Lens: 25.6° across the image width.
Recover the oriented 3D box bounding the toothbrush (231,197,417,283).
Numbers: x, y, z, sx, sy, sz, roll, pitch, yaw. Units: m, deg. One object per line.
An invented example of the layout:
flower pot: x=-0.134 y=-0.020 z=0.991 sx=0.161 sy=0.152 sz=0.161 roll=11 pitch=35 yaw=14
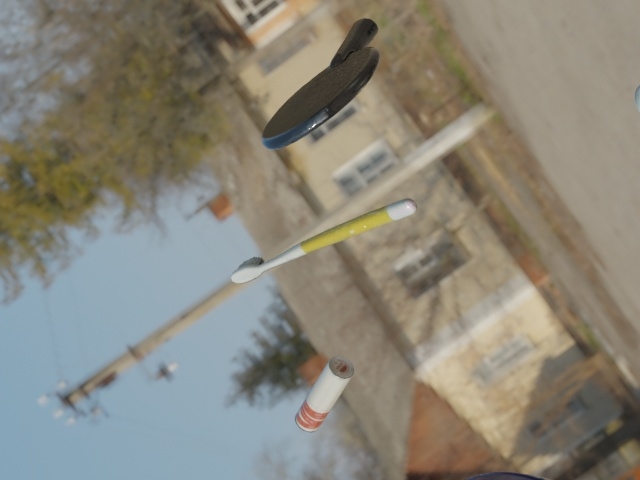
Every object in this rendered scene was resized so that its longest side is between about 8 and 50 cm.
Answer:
toothbrush: x=0.000 y=0.000 z=1.545 sx=0.021 sy=0.288 sz=0.024 roll=46 pitch=-133 yaw=-22

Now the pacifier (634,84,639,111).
pacifier: x=0.327 y=-0.127 z=1.195 sx=0.127 sy=0.116 sz=0.150 roll=51 pitch=-152 yaw=-50

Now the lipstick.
lipstick: x=0.005 y=0.210 z=1.914 sx=0.038 sy=0.131 sz=0.038 roll=15 pitch=-135 yaw=-15

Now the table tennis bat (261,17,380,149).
table tennis bat: x=0.012 y=-0.171 z=1.482 sx=0.027 sy=0.150 sz=0.236 roll=50 pitch=-143 yaw=-17

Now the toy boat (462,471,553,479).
toy boat: x=0.209 y=0.284 z=1.297 sx=0.088 sy=0.129 sz=0.295 roll=9 pitch=-176 yaw=-36
